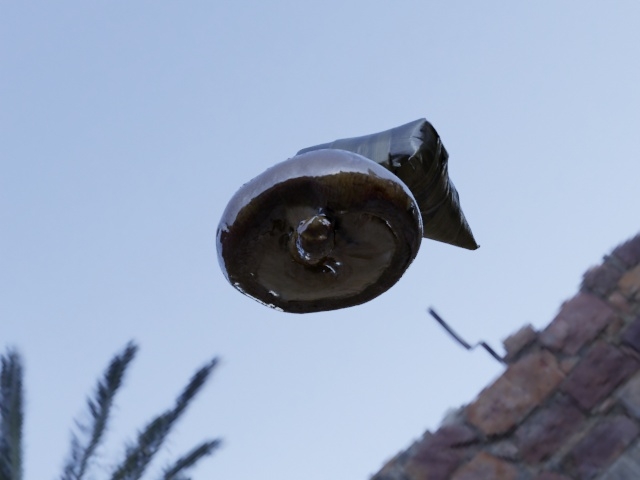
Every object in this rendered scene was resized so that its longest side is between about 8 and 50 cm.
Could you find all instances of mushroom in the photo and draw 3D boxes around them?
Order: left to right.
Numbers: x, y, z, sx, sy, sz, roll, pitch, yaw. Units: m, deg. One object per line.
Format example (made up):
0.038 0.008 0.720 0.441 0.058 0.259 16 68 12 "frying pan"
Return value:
-0.001 -0.013 1.248 0.231 0.138 0.194 -12 -28 11 "mushroom"

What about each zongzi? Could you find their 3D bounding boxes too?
0.111 -0.063 1.922 0.288 0.286 0.134 53 -137 -40 "zongzi"
